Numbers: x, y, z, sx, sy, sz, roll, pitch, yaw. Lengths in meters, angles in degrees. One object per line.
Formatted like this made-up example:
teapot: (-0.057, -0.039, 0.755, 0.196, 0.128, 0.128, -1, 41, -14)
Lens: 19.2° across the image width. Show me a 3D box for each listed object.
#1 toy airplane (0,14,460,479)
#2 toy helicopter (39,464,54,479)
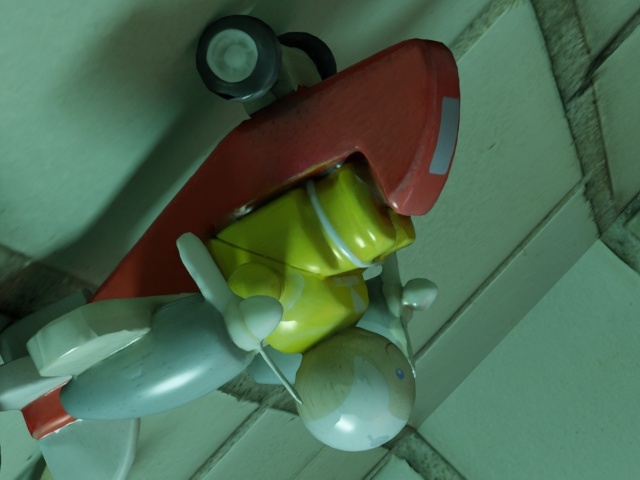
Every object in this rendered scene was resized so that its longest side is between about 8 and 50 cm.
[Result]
toy airplane: (-0.059, 0.060, 1.348, 0.386, 0.272, 0.384, -38, 164, -31)
toy helicopter: (-0.268, 0.281, 1.724, 0.235, 0.140, 0.355, -10, 131, -52)
